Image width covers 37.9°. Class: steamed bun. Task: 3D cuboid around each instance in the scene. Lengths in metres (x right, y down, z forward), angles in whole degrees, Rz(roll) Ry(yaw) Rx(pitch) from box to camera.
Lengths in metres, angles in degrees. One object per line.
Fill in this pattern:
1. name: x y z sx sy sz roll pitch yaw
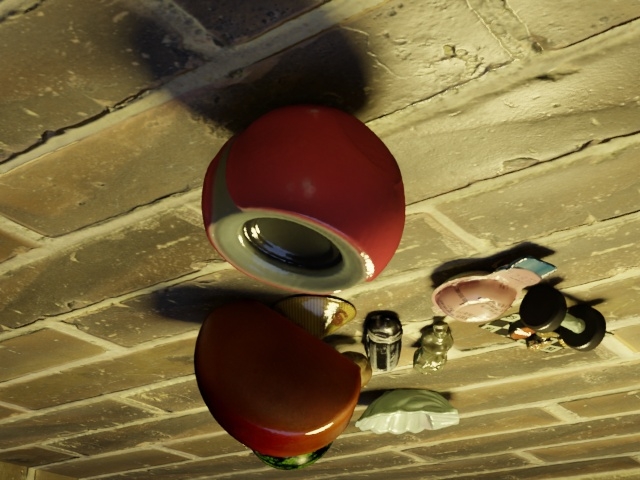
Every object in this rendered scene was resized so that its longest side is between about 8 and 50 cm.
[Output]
1. steamed bun: -0.115 0.317 2.011 0.379 0.248 0.235 31 152 7

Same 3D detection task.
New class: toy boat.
1. toy boat: 0.243 0.479 2.616 0.290 0.100 0.199 -2 154 8

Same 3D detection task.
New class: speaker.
1. speaker: -0.028 -0.050 1.345 0.294 0.294 0.294 1 154 0

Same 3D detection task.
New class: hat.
1. hat: -0.016 0.191 2.052 0.193 0.082 0.193 0 155 0

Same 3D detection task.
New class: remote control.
1. remote control: 0.147 0.243 2.169 0.090 0.066 0.266 -3 154 2

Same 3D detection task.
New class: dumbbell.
1. dumbbell: 0.511 0.165 1.961 0.191 0.100 0.100 23 146 -39

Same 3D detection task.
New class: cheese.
1. cheese: 0.338 0.098 1.859 0.189 0.074 0.286 17 146 -31

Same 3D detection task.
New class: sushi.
1. sushi: 0.523 0.227 2.152 0.280 0.043 0.193 22 147 -37

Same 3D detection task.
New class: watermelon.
1. watermelon: -0.086 0.481 2.467 0.269 0.268 0.269 1 154 0

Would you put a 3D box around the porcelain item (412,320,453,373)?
1. porcelain item: 0.272 0.242 2.178 0.081 0.069 0.215 6 149 -1

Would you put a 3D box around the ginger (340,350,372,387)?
1. ginger: -0.028 0.332 2.255 0.304 0.155 0.244 1 147 0
